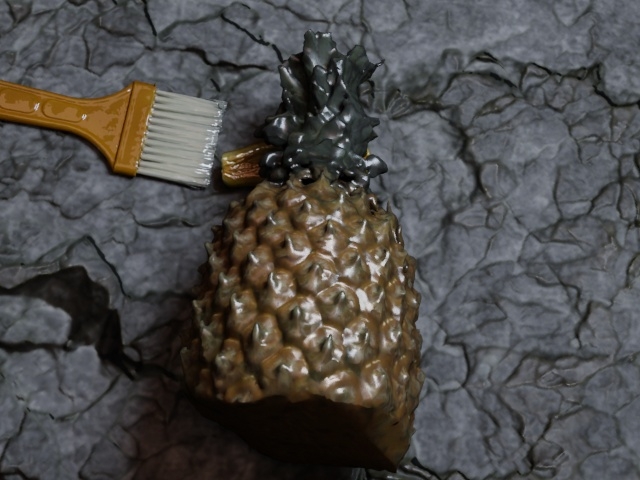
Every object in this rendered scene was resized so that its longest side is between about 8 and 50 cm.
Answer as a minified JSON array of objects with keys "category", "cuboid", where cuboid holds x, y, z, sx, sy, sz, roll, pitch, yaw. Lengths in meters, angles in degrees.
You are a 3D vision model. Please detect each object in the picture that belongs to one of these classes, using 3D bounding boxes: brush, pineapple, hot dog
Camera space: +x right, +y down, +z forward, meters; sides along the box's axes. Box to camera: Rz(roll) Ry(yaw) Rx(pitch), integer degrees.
[{"category":"brush","cuboid":[-0.244,-0.117,1.474,0.314,0.017,0.090,12,70,-3]},{"category":"pineapple","cuboid":[0.000,0.000,1.371,0.202,0.202,0.362,11,69,-4]},{"category":"hot dog","cuboid":[-0.022,-0.071,1.482,0.137,0.028,0.044,-8,90,-9]}]
